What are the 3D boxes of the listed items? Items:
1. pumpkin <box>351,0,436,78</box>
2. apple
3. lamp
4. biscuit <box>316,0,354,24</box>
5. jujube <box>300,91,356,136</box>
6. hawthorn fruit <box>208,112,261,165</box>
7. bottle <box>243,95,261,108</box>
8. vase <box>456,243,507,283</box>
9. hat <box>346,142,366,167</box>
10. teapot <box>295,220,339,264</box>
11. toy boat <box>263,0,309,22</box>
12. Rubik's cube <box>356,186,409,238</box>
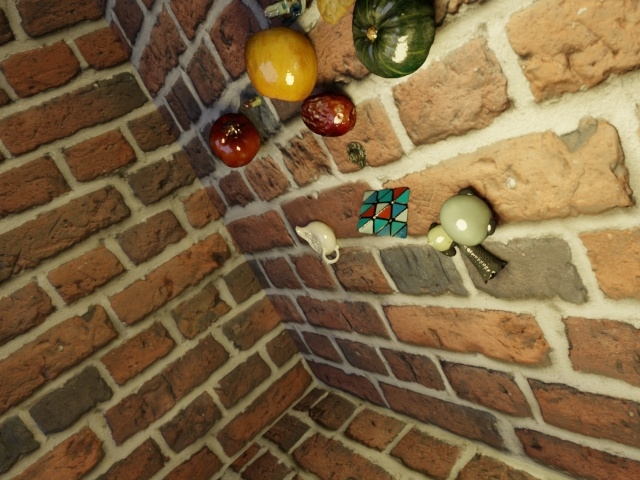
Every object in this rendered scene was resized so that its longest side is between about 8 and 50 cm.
[{"bbox_3d":[0.229,-0.662,1.405,0.300,0.207,0.300,51,153,38],"label":"pumpkin"},{"bbox_3d":[-0.156,-0.701,1.830,0.299,0.299,0.275,13,112,51],"label":"apple"},{"bbox_3d":[0.500,-0.056,1.631,0.198,0.197,0.244,50,133,8],"label":"lamp"},{"bbox_3d":[0.061,-0.870,1.609,0.118,0.029,0.247,57,151,-6],"label":"biscuit"},{"bbox_3d":[0.032,-0.518,1.865,0.243,0.183,0.183,15,133,35],"label":"jujube"},{"bbox_3d":[-0.474,-0.542,2.514,0.295,0.295,0.311,35,146,32],"label":"hawthorn fruit"},{"bbox_3d":[-0.353,-0.707,2.323,0.047,0.101,0.063,48,150,14],"label":"bottle"},{"bbox_3d":[0.580,0.042,1.723,0.237,0.115,0.115,48,151,20],"label":"vase"},{"bbox_3d":[0.153,-0.365,1.979,0.121,0.050,0.121,35,147,27],"label":"hat"},{"bbox_3d":[0.000,0.000,2.503,0.298,0.139,0.204,43,147,22],"label":"teapot"},{"bbox_3d":[-0.138,-0.916,1.768,0.262,0.115,0.114,10,128,52],"label":"toy boat"},{"bbox_3d":[0.265,-0.180,1.989,0.234,0.284,0.250,56,133,45],"label":"Rubik's cube"}]
